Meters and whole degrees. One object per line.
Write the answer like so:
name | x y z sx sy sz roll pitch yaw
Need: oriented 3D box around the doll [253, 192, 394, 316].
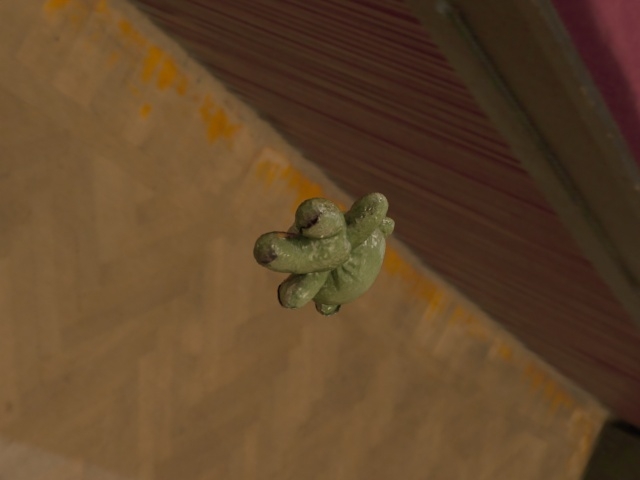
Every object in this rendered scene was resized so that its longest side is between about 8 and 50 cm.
doll | 0.000 0.000 0.909 0.115 0.077 0.150 -49 158 3
